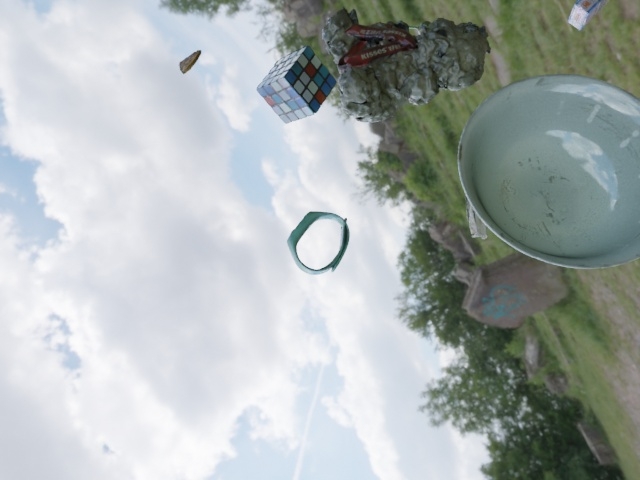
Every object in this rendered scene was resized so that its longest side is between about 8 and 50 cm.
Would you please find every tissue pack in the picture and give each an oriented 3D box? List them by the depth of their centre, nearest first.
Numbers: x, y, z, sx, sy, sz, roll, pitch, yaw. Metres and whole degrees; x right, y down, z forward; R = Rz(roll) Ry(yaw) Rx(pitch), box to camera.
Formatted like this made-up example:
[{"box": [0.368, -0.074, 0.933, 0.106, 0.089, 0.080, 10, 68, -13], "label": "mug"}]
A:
[{"box": [0.849, -0.748, 1.627, 0.065, 0.155, 0.115, 46, -175, 16], "label": "tissue pack"}]

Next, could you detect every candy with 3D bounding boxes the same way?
[{"box": [0.323, -0.794, 1.956, 0.061, 0.202, 0.061, -176, 90, -85], "label": "candy"}]

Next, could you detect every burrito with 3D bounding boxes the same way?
[{"box": [0.392, -0.077, 1.317, 0.041, 0.055, 0.149, 89, 178, -77], "label": "burrito"}]

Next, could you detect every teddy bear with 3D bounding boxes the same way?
[{"box": [0.209, -0.433, 1.231, 0.224, 0.367, 0.358, 54, -159, -44], "label": "teddy bear"}]

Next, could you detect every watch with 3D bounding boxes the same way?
[{"box": [0.000, 0.000, 1.776, 0.195, 0.237, 0.068, 35, 157, 4], "label": "watch"}]

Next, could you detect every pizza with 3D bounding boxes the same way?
[{"box": [-0.439, -0.611, 1.797, 0.029, 0.099, 0.100, 46, -171, -41], "label": "pizza"}]

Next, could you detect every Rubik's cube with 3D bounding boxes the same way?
[{"box": [-0.073, -0.475, 1.617, 0.151, 0.155, 0.154, 45, -120, -31], "label": "Rubik's cube"}]

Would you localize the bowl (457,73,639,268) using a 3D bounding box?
[{"box": [0.498, -0.116, 1.119, 0.196, 0.434, 0.435, 75, 175, -68], "label": "bowl"}]
